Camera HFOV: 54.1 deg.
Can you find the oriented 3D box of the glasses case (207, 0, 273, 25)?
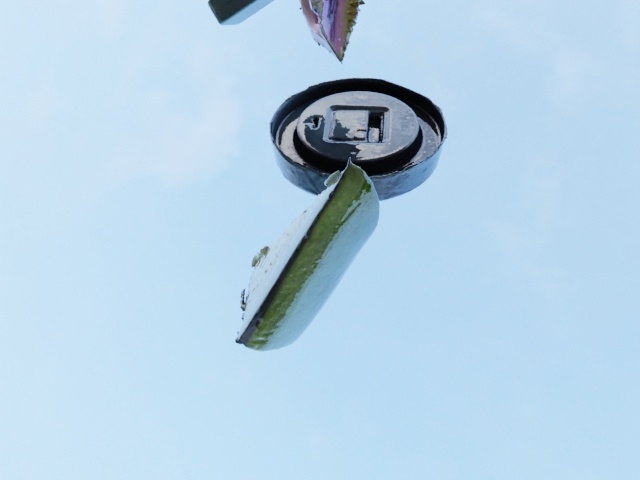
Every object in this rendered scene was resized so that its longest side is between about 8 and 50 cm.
[{"bbox_3d":[-0.071,-0.373,0.896,0.184,0.078,0.039,-26,-80,22],"label":"glasses case"}]

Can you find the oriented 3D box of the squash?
[{"bbox_3d":[0.000,0.000,0.732,0.093,0.169,0.252,26,-66,-14],"label":"squash"}]

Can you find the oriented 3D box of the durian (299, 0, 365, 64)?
[{"bbox_3d":[0.012,-0.501,1.084,0.112,0.191,0.341,-15,-47,-4],"label":"durian"}]

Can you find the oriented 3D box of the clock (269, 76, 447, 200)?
[{"bbox_3d":[0.069,-0.194,1.157,0.325,0.325,0.067,23,-40,24],"label":"clock"}]
